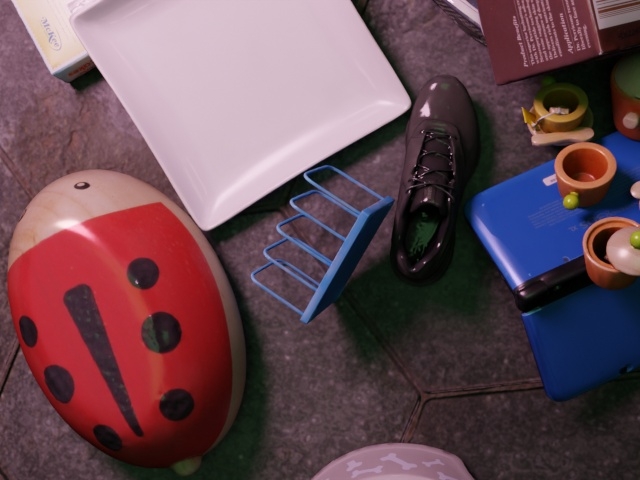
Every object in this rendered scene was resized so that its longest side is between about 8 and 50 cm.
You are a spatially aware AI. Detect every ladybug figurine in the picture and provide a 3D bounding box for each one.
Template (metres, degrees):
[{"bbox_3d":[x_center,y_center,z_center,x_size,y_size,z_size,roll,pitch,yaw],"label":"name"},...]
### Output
[{"bbox_3d":[-0.272,0.112,1.108,0.305,0.162,0.449,-29,86,8],"label":"ladybug figurine"}]

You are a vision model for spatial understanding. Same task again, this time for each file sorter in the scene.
[{"bbox_3d":[0.000,0.000,1.082,0.104,0.118,0.170,33,111,12],"label":"file sorter"}]

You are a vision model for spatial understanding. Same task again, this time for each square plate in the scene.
[{"bbox_3d":[-0.107,-0.243,1.129,0.344,0.049,0.347,-31,98,5],"label":"square plate"}]

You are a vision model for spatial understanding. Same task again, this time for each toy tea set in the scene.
[{"bbox_3d":[0.370,-0.105,0.987,0.200,0.124,0.336,-10,55,6],"label":"toy tea set"}]

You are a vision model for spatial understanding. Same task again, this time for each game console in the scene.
[{"bbox_3d":[0.372,0.024,1.083,0.293,0.173,0.250,-24,55,-4],"label":"game console"}]

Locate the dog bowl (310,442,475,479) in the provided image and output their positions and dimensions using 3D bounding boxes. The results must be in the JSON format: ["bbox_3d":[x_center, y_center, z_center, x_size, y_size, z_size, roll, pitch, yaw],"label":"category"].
[{"bbox_3d":[0.108,0.451,1.086,0.349,0.102,0.348,0,88,7],"label":"dog bowl"}]

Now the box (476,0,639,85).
[{"bbox_3d":[0.315,-0.299,0.990,0.167,0.203,0.168,-18,98,-21],"label":"box"}]

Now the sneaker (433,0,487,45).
[{"bbox_3d":[0.215,-0.376,1.101,0.226,0.086,0.163,45,97,7],"label":"sneaker"}]

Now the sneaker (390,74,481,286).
[{"bbox_3d":[0.152,-0.080,1.080,0.109,0.130,0.286,6,88,9],"label":"sneaker"}]

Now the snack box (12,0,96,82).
[{"bbox_3d":[-0.373,-0.415,1.188,0.187,0.060,0.322,-29,85,5],"label":"snack box"}]
